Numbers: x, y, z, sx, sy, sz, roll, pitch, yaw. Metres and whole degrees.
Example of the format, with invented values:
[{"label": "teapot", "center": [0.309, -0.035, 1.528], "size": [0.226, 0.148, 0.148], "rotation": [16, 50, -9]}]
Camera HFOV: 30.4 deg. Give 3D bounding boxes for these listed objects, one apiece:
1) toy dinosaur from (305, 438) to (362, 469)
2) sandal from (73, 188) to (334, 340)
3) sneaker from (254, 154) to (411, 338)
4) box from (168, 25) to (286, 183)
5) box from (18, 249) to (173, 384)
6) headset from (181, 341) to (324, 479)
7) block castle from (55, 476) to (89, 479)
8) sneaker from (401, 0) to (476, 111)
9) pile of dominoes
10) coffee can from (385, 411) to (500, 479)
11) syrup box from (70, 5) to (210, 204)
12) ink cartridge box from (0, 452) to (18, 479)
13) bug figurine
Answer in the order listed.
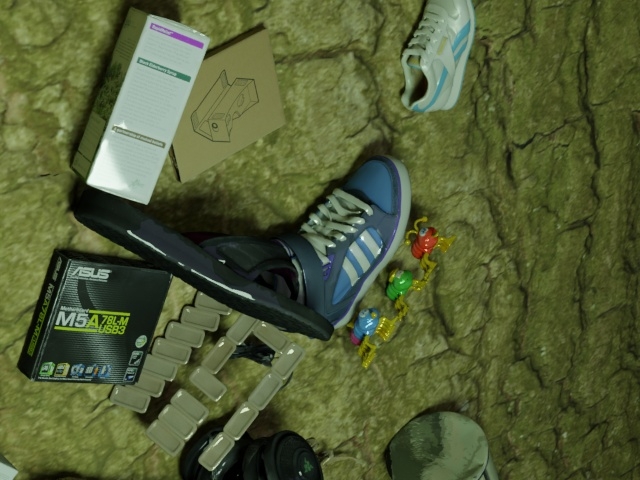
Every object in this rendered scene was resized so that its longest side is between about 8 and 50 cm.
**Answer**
[{"label": "toy dinosaur", "center": [-0.007, 0.404, 2.140], "size": [0.183, 0.053, 0.092], "rotation": [-21, 140, -27]}, {"label": "sandal", "center": [-0.134, 0.024, 1.667], "size": [0.446, 0.168, 0.107], "rotation": [32, 76, -33]}, {"label": "sneaker", "center": [0.000, 0.000, 1.863], "size": [0.236, 0.130, 0.322], "rotation": [11, 108, -51]}, {"label": "box", "center": [-0.143, -0.197, 1.706], "size": [0.201, 0.021, 0.164], "rotation": [-33, 130, -29]}, {"label": "box", "center": [-0.318, 0.113, 1.680], "size": [0.191, 0.045, 0.184], "rotation": [11, 105, -47]}, {"label": "headset", "center": [-0.124, 0.357, 1.867], "size": [0.185, 0.243, 0.394], "rotation": [21, 74, -51]}, {"label": "block castle", "center": [-0.316, 0.598, 1.727], "size": [0.303, 0.213, 0.453], "rotation": [19, 98, -16]}, {"label": "sneaker", "center": [0.187, -0.318, 1.917], "size": [0.092, 0.087, 0.228], "rotation": [-13, 117, -37]}, {"label": "pile of dominoes", "center": [-0.174, 0.210, 1.803], "size": [0.251, 0.196, 0.040], "rotation": [-50, 176, -13]}, {"label": "coffee can", "center": [0.261, 0.499, 2.324], "size": [0.201, 0.201, 0.275], "rotation": [-41, 134, -21]}, {"label": "syrup box", "center": [-0.239, -0.180, 1.553], "size": [0.096, 0.093, 0.236], "rotation": [19, 97, -30]}, {"label": "ink cartridge box", "center": [-0.506, 0.345, 1.603], "size": [0.150, 0.063, 0.109], "rotation": [-54, 137, -8]}, {"label": "bug figurine", "center": [0.119, 0.096, 2.009], "size": [0.279, 0.072, 0.216], "rotation": [-52, 171, -28]}]
